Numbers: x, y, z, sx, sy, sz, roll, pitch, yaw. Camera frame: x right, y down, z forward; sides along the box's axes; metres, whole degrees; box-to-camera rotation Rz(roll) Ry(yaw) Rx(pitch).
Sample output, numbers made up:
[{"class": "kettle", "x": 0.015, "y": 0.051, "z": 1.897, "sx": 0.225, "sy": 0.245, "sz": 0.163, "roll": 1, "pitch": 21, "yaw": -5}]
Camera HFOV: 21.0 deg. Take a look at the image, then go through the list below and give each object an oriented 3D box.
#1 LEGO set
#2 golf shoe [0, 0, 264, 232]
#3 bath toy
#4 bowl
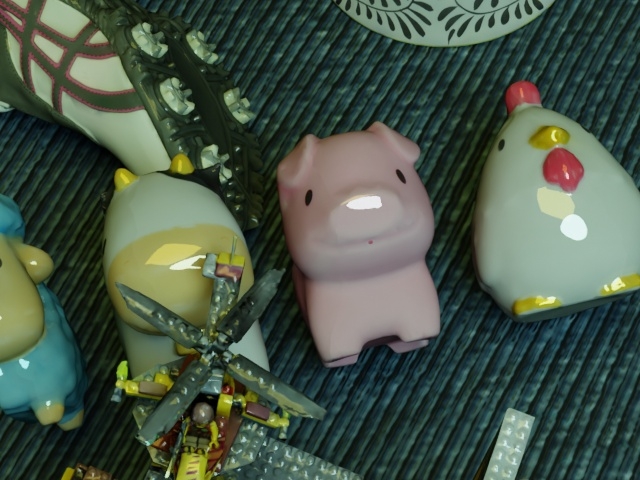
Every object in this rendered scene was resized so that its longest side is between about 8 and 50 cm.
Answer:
[{"class": "LEGO set", "x": 0.015, "y": 0.169, "z": 0.724, "sx": 0.331, "sy": 0.192, "sz": 0.255, "roll": 28, "pitch": 63, "yaw": 9}, {"class": "golf shoe", "x": -0.131, "y": -0.098, "z": 1.005, "sx": 0.120, "sy": 0.105, "sz": 0.273, "roll": -39, "pitch": 72, "yaw": 20}, {"class": "bath toy", "x": 0.000, "y": 0.000, "z": 0.886, "sx": 0.348, "sy": 0.151, "sz": 0.129, "roll": -11, "pitch": 81, "yaw": -9}, {"class": "bowl", "x": 0.075, "y": -0.208, "z": 1.038, "sx": 0.170, "sy": 0.080, "sz": 0.170, "roll": -1, "pitch": 64, "yaw": 3}]
